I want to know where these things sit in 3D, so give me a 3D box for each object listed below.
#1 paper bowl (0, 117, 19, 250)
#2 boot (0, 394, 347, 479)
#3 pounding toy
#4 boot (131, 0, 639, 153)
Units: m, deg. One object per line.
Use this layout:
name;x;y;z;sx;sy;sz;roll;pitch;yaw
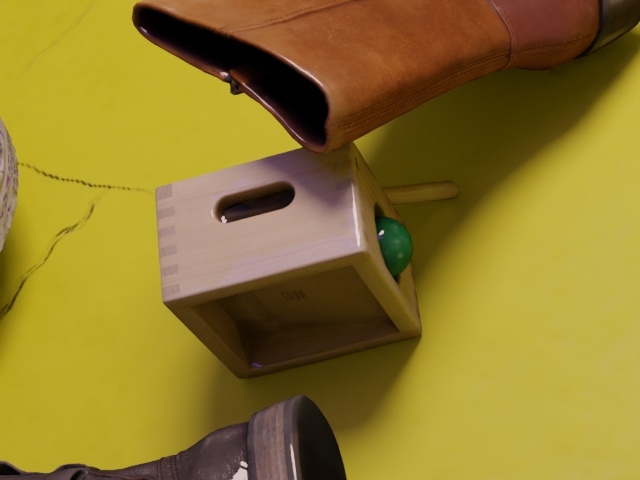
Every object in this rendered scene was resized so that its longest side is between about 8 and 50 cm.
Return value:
paper bowl;-0.322;-0.005;1.015;0.284;0.148;0.284;-13;48;15
boot;-0.096;0.201;0.793;0.229;0.091;0.263;-19;43;17
pounding toy;0.000;0.000;0.886;0.141;0.130;0.100;-15;60;13
boot;0.008;-0.146;0.946;0.280;0.096;0.264;-24;50;-37
